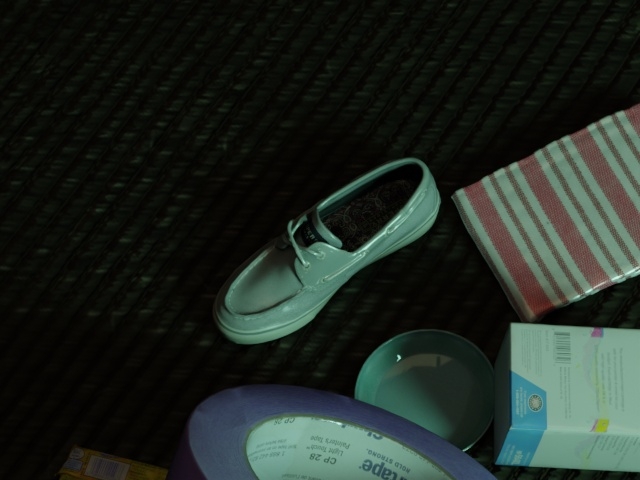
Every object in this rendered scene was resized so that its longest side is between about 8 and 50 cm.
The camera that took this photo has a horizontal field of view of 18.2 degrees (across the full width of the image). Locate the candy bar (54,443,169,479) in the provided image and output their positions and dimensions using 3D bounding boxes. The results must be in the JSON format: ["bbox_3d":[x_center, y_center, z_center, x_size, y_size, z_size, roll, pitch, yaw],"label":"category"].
[{"bbox_3d":[-0.142,0.202,1.650,0.161,0.018,0.040,13,62,15],"label":"candy bar"}]

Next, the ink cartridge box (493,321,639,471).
[{"bbox_3d":[0.214,0.127,1.589,0.143,0.090,0.092,4,64,-3],"label":"ink cartridge box"}]

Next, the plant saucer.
[{"bbox_3d":[0.088,0.131,1.653,0.119,0.021,0.119,-3,61,6],"label":"plant saucer"}]

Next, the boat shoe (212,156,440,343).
[{"bbox_3d":[0.001,0.000,1.699,0.227,0.081,0.079,-34,63,-10],"label":"boat shoe"}]

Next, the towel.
[{"bbox_3d":[0.229,-0.022,1.712,0.197,0.029,0.144,-25,62,-3],"label":"towel"}]

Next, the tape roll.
[{"bbox_3d":[0.017,0.215,1.483,0.274,0.275,0.090,30,112,21],"label":"tape roll"}]
